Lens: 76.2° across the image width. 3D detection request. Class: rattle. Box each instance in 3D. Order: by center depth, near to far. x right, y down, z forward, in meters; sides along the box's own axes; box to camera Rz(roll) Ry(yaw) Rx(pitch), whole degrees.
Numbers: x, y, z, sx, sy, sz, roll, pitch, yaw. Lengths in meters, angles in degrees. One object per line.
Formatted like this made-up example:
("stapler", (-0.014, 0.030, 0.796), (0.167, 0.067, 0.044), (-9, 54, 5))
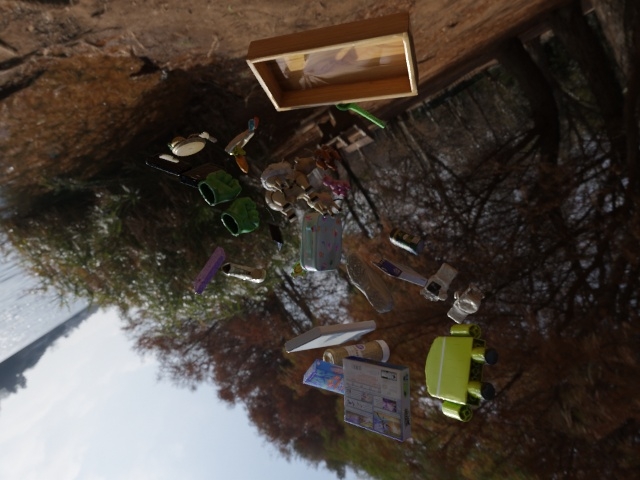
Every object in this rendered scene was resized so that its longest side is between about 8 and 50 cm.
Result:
("rattle", (-0.315, -0.428, 1.817), (0.199, 0.143, 0.130), (-38, 168, 5))

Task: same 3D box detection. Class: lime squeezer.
("lime squeezer", (0.058, -0.421, 1.248), (0.059, 0.310, 0.110), (-50, 149, -8))

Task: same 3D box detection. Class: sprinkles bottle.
("sprinkles bottle", (0.191, 0.601, 2.124), (0.355, 0.121, 0.121), (-1, 171, -32))

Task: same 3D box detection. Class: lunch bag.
("lunch bag", (0.000, 0.000, 1.864), (0.107, 0.280, 0.224), (3, -177, 37))

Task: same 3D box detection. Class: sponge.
("sponge", (-0.500, 0.132, 1.836), (0.210, 0.031, 0.117), (-55, -153, 6))

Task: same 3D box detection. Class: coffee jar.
("coffee jar", (0.461, 0.002, 2.197), (0.184, 0.096, 0.079), (28, -107, 37))

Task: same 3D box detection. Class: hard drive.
("hard drive", (0.050, 0.419, 1.795), (0.352, 0.047, 0.233), (6, 149, -44))

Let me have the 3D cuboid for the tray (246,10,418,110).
("tray", (0.037, -0.454, 1.069), (0.410, 0.076, 0.203), (1, 159, 21))

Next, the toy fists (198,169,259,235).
("toy fists", (-0.348, -0.157, 1.621), (0.096, 0.279, 0.142), (-38, 180, 41))

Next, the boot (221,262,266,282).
("boot", (-0.407, 0.167, 2.163), (0.213, 0.165, 0.077), (2, -105, 42))

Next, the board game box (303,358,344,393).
("board game box", (0.047, 0.629, 1.878), (0.047, 0.210, 0.160), (-84, -163, -47))

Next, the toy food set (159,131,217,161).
("toy food set", (-0.478, -0.349, 1.473), (0.191, 0.039, 0.132), (-24, 176, 8))

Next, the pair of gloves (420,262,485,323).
("pair of gloves", (0.584, 0.241, 1.809), (0.042, 0.240, 0.204), (-32, 160, -50))

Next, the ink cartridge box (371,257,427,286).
("ink cartridge box", (0.403, 0.153, 2.105), (0.045, 0.223, 0.223), (-69, -156, 9))

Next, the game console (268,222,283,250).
("game console", (-0.248, -0.020, 2.199), (0.071, 0.122, 0.107), (-4, 145, -22))

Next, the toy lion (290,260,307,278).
("toy lion", (-0.103, 0.144, 2.039), (0.100, 0.034, 0.096), (1, 121, -46))

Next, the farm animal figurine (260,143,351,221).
("farm animal figurine", (-0.061, -0.195, 1.436), (0.326, 0.172, 0.330), (-30, 148, -21))

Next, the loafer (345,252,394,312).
("loafer", (0.229, 0.194, 1.900), (0.112, 0.320, 0.111), (-43, 155, 25))

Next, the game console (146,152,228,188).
("game console", (-0.610, -0.326, 1.852), (0.213, 0.361, 0.044), (-47, 154, -58))

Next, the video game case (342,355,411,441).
("video game case", (0.204, 0.573, 1.511), (0.269, 0.245, 0.061), (-3, 177, 44))

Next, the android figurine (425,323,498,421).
("android figurine", (0.368, 0.348, 1.101), (0.273, 0.056, 0.249), (140, -36, -68))
